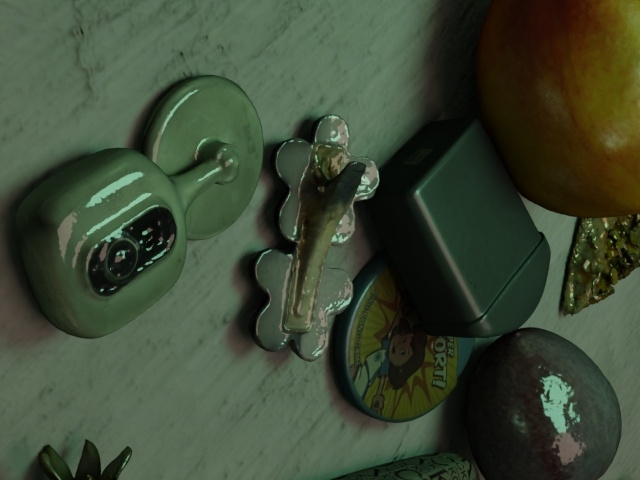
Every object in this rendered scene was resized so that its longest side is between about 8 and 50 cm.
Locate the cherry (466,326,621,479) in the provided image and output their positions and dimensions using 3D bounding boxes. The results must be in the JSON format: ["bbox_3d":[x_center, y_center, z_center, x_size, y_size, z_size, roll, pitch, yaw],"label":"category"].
[{"bbox_3d":[0.284,0.231,1.594,0.213,0.184,0.266,-39,119,-51],"label":"cherry"}]

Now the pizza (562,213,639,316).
[{"bbox_3d":[0.417,0.004,1.767,0.226,0.069,0.147,-37,128,-36],"label":"pizza"}]

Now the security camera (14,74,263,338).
[{"bbox_3d":[-0.140,-0.037,1.128,0.301,0.080,0.157,-40,128,-37],"label":"security camera"}]

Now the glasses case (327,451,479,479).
[{"bbox_3d":[0.070,0.336,1.461,0.355,0.085,0.137,-3,104,-48],"label":"glasses case"}]

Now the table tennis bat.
[{"bbox_3d":[0.134,0.099,1.499,0.329,0.044,0.215,-14,107,-44],"label":"table tennis bat"}]

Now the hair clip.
[{"bbox_3d":[-0.006,-0.001,1.294,0.146,0.075,0.257,7,103,-47],"label":"hair clip"}]

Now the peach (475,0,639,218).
[{"bbox_3d":[0.305,-0.185,1.436,0.308,0.289,0.289,38,70,-16],"label":"peach"}]

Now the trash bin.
[{"bbox_3d":[0.161,-0.001,1.422,0.177,0.101,0.236,-45,118,-33],"label":"trash bin"}]

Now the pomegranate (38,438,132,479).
[{"bbox_3d":[-0.206,0.277,1.106,0.152,0.131,0.191,3,91,-46],"label":"pomegranate"}]
